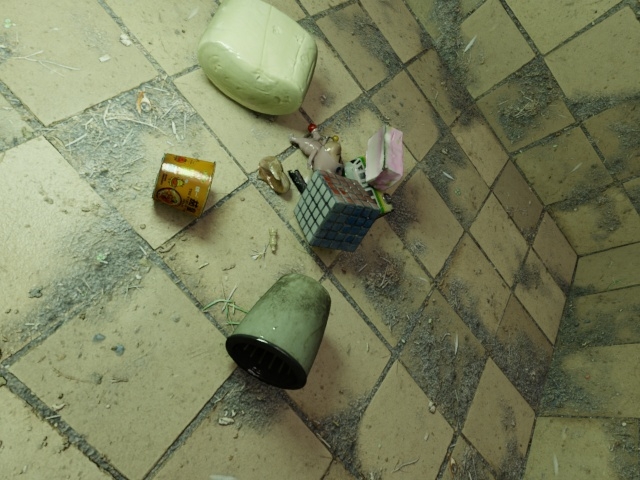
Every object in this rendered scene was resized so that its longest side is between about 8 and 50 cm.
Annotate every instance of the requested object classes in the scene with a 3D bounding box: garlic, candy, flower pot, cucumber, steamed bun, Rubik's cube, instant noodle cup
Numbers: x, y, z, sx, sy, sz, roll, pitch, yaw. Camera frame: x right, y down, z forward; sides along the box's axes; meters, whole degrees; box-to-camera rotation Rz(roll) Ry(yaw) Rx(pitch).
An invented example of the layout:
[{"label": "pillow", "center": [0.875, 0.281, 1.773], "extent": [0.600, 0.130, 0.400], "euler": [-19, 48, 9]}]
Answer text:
[{"label": "garlic", "center": [-0.191, -0.272, 1.674], "extent": [0.174, 0.099, 0.124], "euler": [61, 32, -7]}, {"label": "candy", "center": [0.289, -0.379, 1.827], "extent": [0.116, 0.155, 0.264], "euler": [15, 63, -23]}, {"label": "flower pot", "center": [-0.122, 0.300, 1.396], "extent": [0.293, 0.294, 0.330], "euler": [44, 46, -15]}, {"label": "cucumber", "center": [-0.081, -0.239, 1.762], "extent": [0.053, 0.053, 0.181], "euler": [-38, 99, -39]}, {"label": "steamed bun", "center": [-0.262, -0.740, 1.669], "extent": [0.456, 0.290, 0.370], "euler": [25, 65, -24]}, {"label": "Rubik's cube", "center": [0.060, -0.117, 1.651], "extent": [0.238, 0.236, 0.238], "euler": [11, 34, -34]}, {"label": "instant noodle cup", "center": [-0.469, -0.196, 1.375], "extent": [0.173, 0.216, 0.215], "euler": [16, 64, -21]}]

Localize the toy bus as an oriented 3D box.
[{"label": "toy bus", "center": [0.201, -0.245, 1.906], "extent": [0.179, 0.143, 0.305], "euler": [-17, 84, -38]}]

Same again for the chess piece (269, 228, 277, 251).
[{"label": "chess piece", "center": [-0.189, 0.000, 1.606], "extent": [0.035, 0.035, 0.092], "euler": [8, 73, -34]}]

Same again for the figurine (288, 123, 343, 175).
[{"label": "figurine", "center": [0.002, -0.406, 1.811], "extent": [0.287, 0.186, 0.176], "euler": [51, 21, 11]}]
